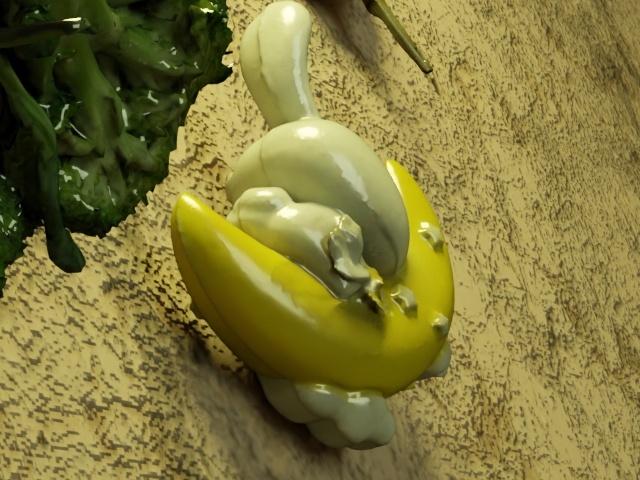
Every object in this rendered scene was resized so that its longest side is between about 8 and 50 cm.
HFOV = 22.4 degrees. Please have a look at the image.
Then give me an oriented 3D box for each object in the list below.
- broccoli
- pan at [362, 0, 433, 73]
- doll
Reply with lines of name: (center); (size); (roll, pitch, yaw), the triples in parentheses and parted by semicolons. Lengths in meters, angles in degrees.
broccoli: (-0.179, -0.096, 0.633); (0.304, 0.283, 0.321); (33, 65, -18)
pan: (0.010, -0.223, 1.335); (0.128, 0.048, 0.202); (20, 44, -49)
doll: (0.000, 0.000, 1.025); (0.252, 0.111, 0.237); (50, 43, -17)
